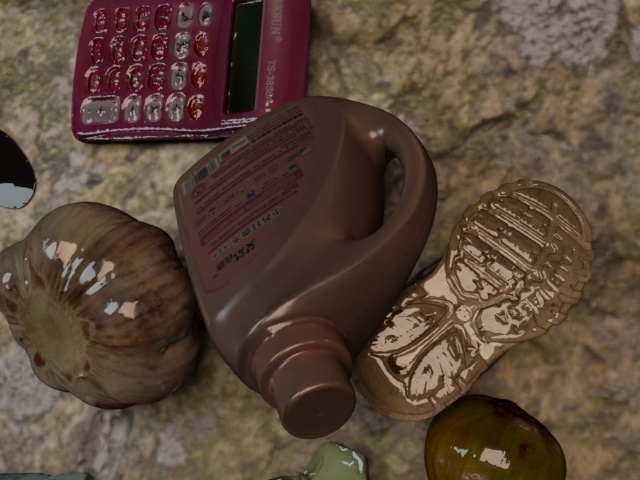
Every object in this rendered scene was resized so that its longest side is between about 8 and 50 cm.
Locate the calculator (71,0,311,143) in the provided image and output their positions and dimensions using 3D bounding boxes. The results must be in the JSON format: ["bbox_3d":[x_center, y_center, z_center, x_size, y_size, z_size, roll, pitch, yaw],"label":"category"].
[{"bbox_3d":[-0.100,-0.135,0.676,0.191,0.034,0.126,0,78,17],"label":"calculator"}]

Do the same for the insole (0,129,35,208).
[{"bbox_3d":[-0.287,-0.076,0.713,0.153,0.002,0.053,33,85,16],"label":"insole"}]

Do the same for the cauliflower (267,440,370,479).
[{"bbox_3d":[-0.043,0.274,0.470,0.281,0.327,0.260,-12,89,-37],"label":"cauliflower"}]

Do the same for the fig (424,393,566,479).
[{"bbox_3d":[0.101,0.147,0.553,0.084,0.082,0.098,27,101,-19],"label":"fig"}]

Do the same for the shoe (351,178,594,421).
[{"bbox_3d":[0.098,0.044,0.569,0.180,0.092,0.089,-43,77,-5],"label":"shoe"}]

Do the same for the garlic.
[{"bbox_3d":[-0.145,0.044,0.601,0.159,0.102,0.147,4,109,35],"label":"garlic"}]

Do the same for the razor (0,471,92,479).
[{"bbox_3d":[-0.279,0.182,0.629,0.232,0.068,0.106,-1,78,4],"label":"razor"}]

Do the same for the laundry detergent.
[{"bbox_3d":[0.000,0.000,0.541,0.171,0.076,0.237,-34,37,5],"label":"laundry detergent"}]
